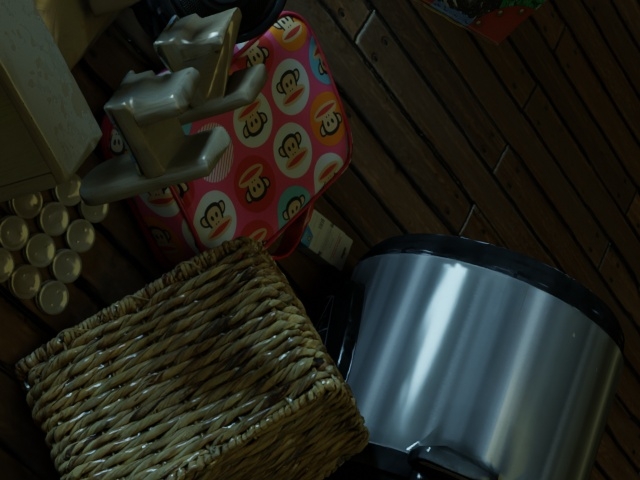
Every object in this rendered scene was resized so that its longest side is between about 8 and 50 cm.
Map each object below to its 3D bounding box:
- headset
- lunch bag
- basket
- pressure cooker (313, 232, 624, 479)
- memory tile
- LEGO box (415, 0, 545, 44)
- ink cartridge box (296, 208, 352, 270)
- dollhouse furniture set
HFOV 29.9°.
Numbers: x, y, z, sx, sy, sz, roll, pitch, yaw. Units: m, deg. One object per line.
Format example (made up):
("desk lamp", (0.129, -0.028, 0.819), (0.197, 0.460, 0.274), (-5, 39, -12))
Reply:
("headset", (-0.122, -0.245, 1.277), (0.394, 0.243, 0.185), (-15, 103, -23))
("lunch bag", (-0.089, -0.097, 1.379), (0.293, 0.120, 0.258), (-43, 120, -36))
("basket", (-0.126, 0.178, 1.268), (0.299, 0.223, 0.213), (-32, 147, -3))
("pressure cooker", (0.148, 0.244, 1.446), (0.370, 0.376, 0.420), (41, 63, -41))
("memory tile", (-0.289, -0.006, 1.260), (0.113, 0.012, 0.148), (36, 67, -39))
("LEGO box", (0.172, -0.528, 1.288), (0.193, 0.372, 0.500), (18, 40, -43))
("ink cartridge box", (0.000, 0.000, 1.533), (0.083, 0.028, 0.048), (38, 66, -38))
("dollhouse furniture set", (-0.270, -0.180, 0.986), (0.394, 0.257, 0.362), (-69, 140, -54))
